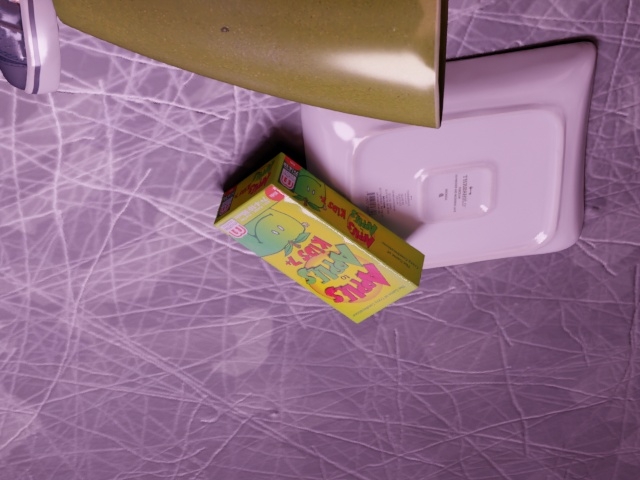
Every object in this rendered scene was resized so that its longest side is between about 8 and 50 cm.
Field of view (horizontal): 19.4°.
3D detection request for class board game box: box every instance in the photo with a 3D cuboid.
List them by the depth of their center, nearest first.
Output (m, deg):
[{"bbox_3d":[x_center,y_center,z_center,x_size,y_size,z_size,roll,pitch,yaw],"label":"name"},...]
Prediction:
[{"bbox_3d":[0.000,0.000,1.770,0.181,0.043,0.092,35,136,-22],"label":"board game box"}]

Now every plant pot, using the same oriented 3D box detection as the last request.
[{"bbox_3d":[-0.050,-0.225,1.421,0.294,0.274,0.274,2,139,5],"label":"plant pot"}]

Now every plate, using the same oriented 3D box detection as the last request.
[{"bbox_3d":[0.125,-0.058,1.785,0.278,0.045,0.277,-8,139,-4],"label":"plate"}]

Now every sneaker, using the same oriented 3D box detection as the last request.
[{"bbox_3d":[-0.270,-0.249,1.417,0.127,0.126,0.321,-10,128,-10],"label":"sneaker"}]
